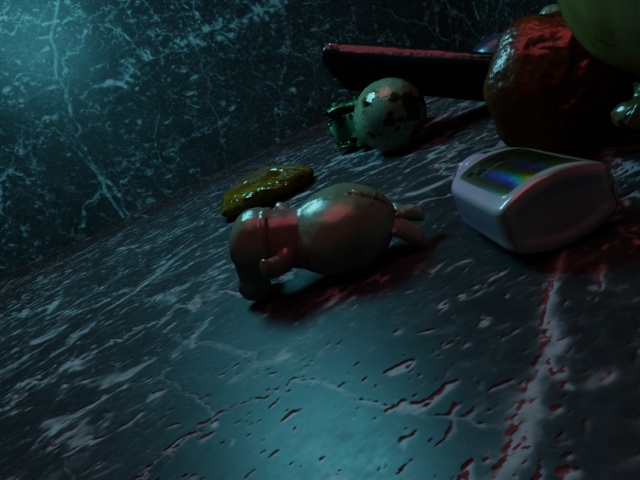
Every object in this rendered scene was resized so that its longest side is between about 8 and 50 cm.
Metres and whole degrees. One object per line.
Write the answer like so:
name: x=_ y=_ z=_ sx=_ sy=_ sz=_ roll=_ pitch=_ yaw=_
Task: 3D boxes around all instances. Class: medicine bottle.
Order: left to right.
medicine bottle: x=0.212 y=-0.054 z=0.613 sx=0.115 sy=0.078 sz=0.219 roll=-25 pitch=16 yaw=1

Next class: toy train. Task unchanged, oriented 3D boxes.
toy train: x=0.133 y=-0.348 z=1.577 sx=0.201 sy=0.145 sz=0.266 roll=-28 pitch=16 yaw=-25

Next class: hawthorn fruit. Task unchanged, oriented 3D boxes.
hawthorn fruit: x=0.361 y=-0.225 z=0.770 sx=0.243 sy=0.208 sz=0.207 roll=9 pitch=34 yaw=41

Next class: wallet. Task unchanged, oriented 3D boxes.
wallet: x=0.222 y=-0.398 z=1.329 sx=0.405 sy=0.062 sz=0.228 roll=12 pitch=-4 yaw=22

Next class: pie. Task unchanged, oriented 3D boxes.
pie: x=-0.141 y=-0.137 z=1.436 sx=0.273 sy=0.069 sz=0.273 roll=-21 pitch=20 yaw=8

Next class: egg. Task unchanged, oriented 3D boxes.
egg: x=0.159 y=-0.295 z=1.321 sx=0.169 sy=0.169 sz=0.231 roll=-28 pitch=4 yaw=-12

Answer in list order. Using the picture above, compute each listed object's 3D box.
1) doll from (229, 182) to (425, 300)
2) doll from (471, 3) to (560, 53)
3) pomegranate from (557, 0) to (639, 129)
doll: x=-0.008 y=-0.009 z=0.715 sx=0.274 sy=0.113 sz=0.155 roll=-17 pitch=34 yaw=20
doll: x=0.491 y=-0.445 z=1.352 sx=0.258 sy=0.154 sz=0.228 roll=1 pitch=-11 yaw=41
pomegranate: x=0.418 y=-0.279 z=0.522 sx=0.411 sy=0.412 sz=0.411 roll=-22 pitch=16 yaw=7
